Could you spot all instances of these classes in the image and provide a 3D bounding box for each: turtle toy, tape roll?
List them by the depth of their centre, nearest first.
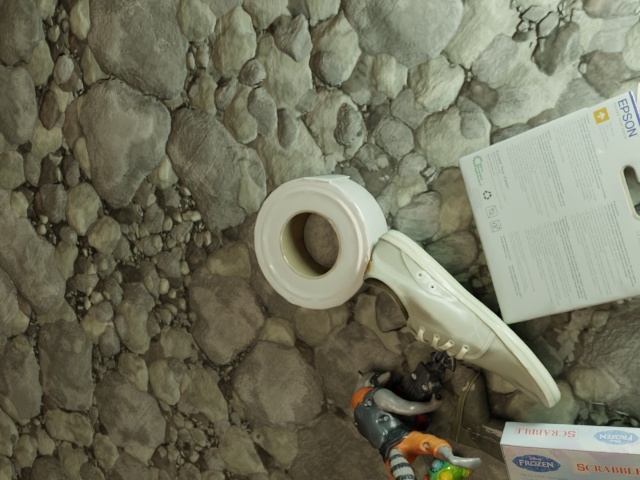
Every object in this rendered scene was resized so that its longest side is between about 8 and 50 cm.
[{"bbox_3d":[0.253,0.504,1.420,0.066,0.095,0.130,42,117,40],"label":"turtle toy"},{"bbox_3d":[0.000,0.000,1.452,0.286,0.100,0.286,6,102,29],"label":"tape roll"}]

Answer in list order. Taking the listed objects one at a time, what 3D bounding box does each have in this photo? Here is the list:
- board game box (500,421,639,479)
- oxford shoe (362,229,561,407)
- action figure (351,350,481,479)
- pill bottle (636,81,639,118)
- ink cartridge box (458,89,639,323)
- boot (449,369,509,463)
[{"bbox_3d":[0.517,0.475,1.221,0.318,0.066,0.318,-5,117,29],"label":"board game box"},{"bbox_3d":[0.254,0.165,1.288,0.449,0.169,0.130,42,81,16],"label":"oxford shoe"},{"bbox_3d":[0.170,0.361,1.350,0.330,0.178,0.341,48,127,50],"label":"action figure"},{"bbox_3d":[0.617,-0.215,1.063,0.215,0.117,0.117,2,100,29],"label":"pill bottle"},{"bbox_3d":[0.432,-0.044,1.176,0.330,0.071,0.324,-20,80,38],"label":"ink cartridge box"},{"bbox_3d":[0.372,0.370,1.332,0.208,0.076,0.190,21,123,31],"label":"boot"}]
